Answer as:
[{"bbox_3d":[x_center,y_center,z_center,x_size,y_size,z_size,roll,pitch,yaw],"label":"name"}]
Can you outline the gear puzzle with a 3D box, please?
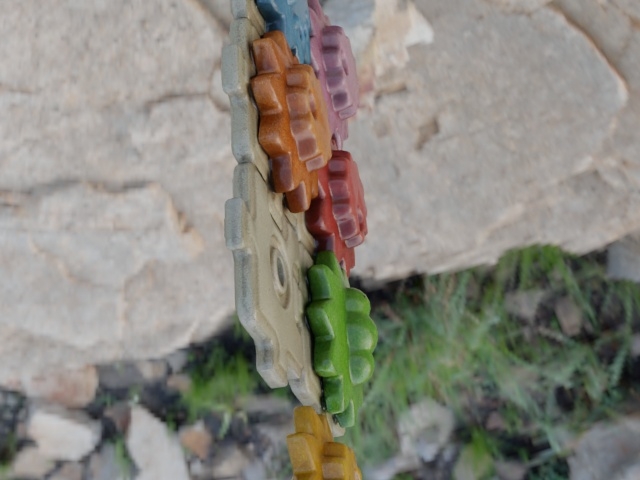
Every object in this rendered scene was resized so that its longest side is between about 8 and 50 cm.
[{"bbox_3d":[0.000,0.000,0.724,0.044,0.339,0.175,-9,151,12],"label":"gear puzzle"}]
